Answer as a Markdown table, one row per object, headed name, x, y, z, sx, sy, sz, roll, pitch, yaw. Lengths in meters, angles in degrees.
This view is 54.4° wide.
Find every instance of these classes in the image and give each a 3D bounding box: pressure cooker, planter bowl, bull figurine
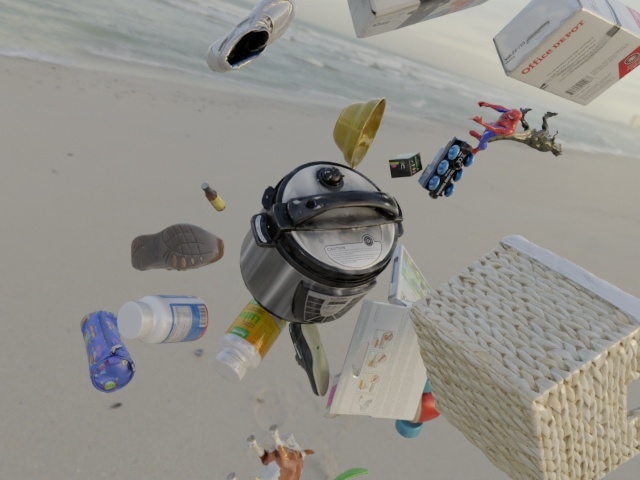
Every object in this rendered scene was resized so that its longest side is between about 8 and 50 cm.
| name | x | y | z | sx | sy | sz | roll | pitch | yaw |
| --- | --- | --- | --- | --- | --- | --- | --- | --- | --- |
| pressure cooker | -0.003 | -0.005 | 1.672 | 0.376 | 0.420 | 0.369 | 36 | 51 | -2 |
| planter bowl | 0.095 | -0.310 | 1.716 | 0.090 | 0.217 | 0.217 | 27 | 19 | 10 |
| bull figurine | -0.117 | 0.558 | 1.474 | 0.101 | 0.188 | 0.310 | -15 | 30 | 27 |

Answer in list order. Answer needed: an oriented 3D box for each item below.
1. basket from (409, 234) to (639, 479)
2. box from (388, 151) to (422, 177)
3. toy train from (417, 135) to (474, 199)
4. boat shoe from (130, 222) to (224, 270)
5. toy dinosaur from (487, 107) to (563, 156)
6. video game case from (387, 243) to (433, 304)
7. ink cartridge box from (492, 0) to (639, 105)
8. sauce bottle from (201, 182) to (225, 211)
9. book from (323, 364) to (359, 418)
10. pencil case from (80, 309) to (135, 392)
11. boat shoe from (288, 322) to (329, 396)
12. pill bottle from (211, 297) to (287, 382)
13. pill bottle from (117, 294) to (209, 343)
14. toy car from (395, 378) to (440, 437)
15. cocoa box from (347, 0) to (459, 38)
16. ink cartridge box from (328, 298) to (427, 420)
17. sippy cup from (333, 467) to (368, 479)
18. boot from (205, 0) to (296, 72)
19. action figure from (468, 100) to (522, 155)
| name | x | y | z | sx | sy | sz | roll | pitch | yaw |
| --- | --- | --- | --- | --- | --- | --- | --- | --- | --- |
| basket | 0.374 | 0.227 | 1.090 | 0.267 | 0.328 | 0.331 | -31 | 35 | -16 |
| box | 0.231 | -0.204 | 1.681 | 0.062 | 0.052 | 0.083 | -1 | 19 | 32 |
| toy train | 0.347 | -0.202 | 1.715 | 0.080 | 0.184 | 0.105 | 22 | 21 | -23 |
| boat shoe | -0.358 | 0.022 | 1.618 | 0.325 | 0.123 | 0.116 | -1 | -7 | 39 |
| toy dinosaur | 0.601 | -0.309 | 1.755 | 0.268 | 0.118 | 0.064 | 7 | 9 | -21 |
| video game case | 0.308 | 0.212 | 1.892 | 0.329 | 0.036 | 0.300 | 54 | 24 | -19 |
| ink cartridge box | 0.533 | -0.413 | 1.307 | 0.273 | 0.197 | 0.114 | 8 | 57 | -33 |
| sauce bottle | -0.357 | -0.146 | 2.070 | 0.042 | 0.042 | 0.128 | 30 | -18 | 30 |
| book | 0.058 | 0.438 | 1.806 | 0.035 | 0.096 | 0.144 | 37 | 44 | -17 |
| pencil case | -0.637 | 0.318 | 1.851 | 0.120 | 0.133 | 0.306 | 2 | 22 | -29 |
| boat shoe | -0.032 | 0.342 | 1.821 | 0.079 | 0.233 | 0.084 | -16 | 0 | 30 |
| pill bottle | -0.212 | 0.294 | 1.843 | 0.136 | 0.136 | 0.245 | 24 | 51 | 16 |
| pill bottle | -0.398 | 0.200 | 1.580 | 0.124 | 0.124 | 0.222 | 31 | 11 | 32 |
| toy car | 0.325 | 0.389 | 1.652 | 0.238 | 0.219 | 0.210 | 5 | 34 | -7 |
| cocoa box | 0.143 | -0.441 | 0.882 | 0.228 | 0.231 | 0.347 | -15 | 12 | 3 |
| ink cartridge box | 0.145 | 0.266 | 1.407 | 0.239 | 0.275 | 0.060 | 13 | 8 | -28 |
| sippy cup | 0.135 | 0.806 | 1.730 | 0.224 | 0.305 | 0.240 | -13 | 33 | -26 |
| boot | -0.132 | -0.459 | 1.384 | 0.095 | 0.258 | 0.123 | 52 | -13 | -32 |
| action figure | 0.451 | -0.324 | 1.731 | 0.139 | 0.091 | 0.280 | 26 | -12 | -10 |
